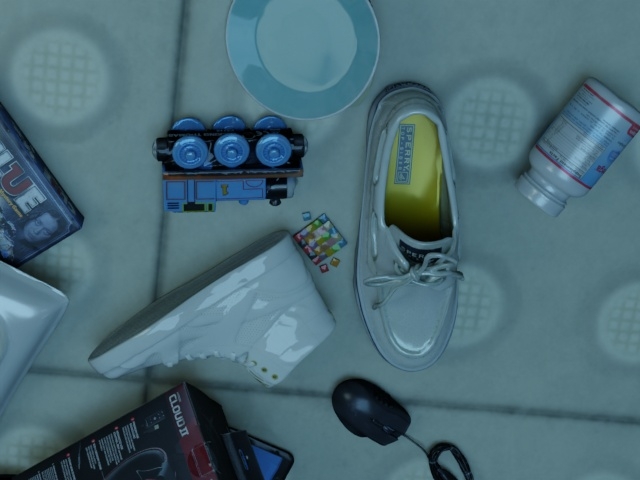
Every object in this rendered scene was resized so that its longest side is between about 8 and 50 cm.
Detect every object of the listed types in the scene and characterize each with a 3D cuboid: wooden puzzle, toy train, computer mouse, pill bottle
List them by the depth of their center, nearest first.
[{"bbox_3d":[-0.107,-0.089,1.680,0.184,0.080,0.105,-2,119,-6],"label":"toy train"},{"bbox_3d":[0.308,-0.109,1.698,0.087,0.087,0.160,34,104,-15],"label":"pill bottle"},{"bbox_3d":[0.000,0.000,1.755,0.049,0.006,0.083,-36,109,8],"label":"wooden puzzle"},{"bbox_3d":[0.111,0.262,1.841,0.242,0.041,0.071,37,102,-16],"label":"computer mouse"}]

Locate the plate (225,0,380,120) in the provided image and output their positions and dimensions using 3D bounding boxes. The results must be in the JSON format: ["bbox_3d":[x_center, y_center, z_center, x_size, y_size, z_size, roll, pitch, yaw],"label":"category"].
[{"bbox_3d":[-0.019,-0.232,1.637,0.188,0.024,0.188,5,108,16],"label":"plate"}]

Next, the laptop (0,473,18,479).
[{"bbox_3d":[-0.487,0.435,1.753,0.234,0.264,0.136,7,153,-36],"label":"laptop"}]

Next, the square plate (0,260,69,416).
[{"bbox_3d":[-0.531,0.128,1.711,0.344,0.049,0.347,28,114,-11],"label":"square plate"}]

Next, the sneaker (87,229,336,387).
[{"bbox_3d":[-0.125,0.131,1.739,0.293,0.108,0.169,-29,106,5],"label":"sneaker"}]

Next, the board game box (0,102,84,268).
[{"bbox_3d":[-0.417,-0.075,1.676,0.165,0.042,0.243,-31,109,7],"label":"board game box"}]

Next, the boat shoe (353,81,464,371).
[{"bbox_3d":[0.115,0.006,1.686,0.136,0.156,0.367,0,109,-4],"label":"boat shoe"}]

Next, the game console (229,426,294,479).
[{"bbox_3d":[-0.121,0.319,1.821,0.144,0.124,0.085,25,134,-12],"label":"game console"}]

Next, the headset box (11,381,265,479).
[{"bbox_3d":[-0.206,0.329,1.730,0.293,0.218,0.110,-30,149,10],"label":"headset box"}]

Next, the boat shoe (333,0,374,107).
[{"bbox_3d":[0.042,-0.223,1.657,0.049,0.042,0.133,3,106,4],"label":"boat shoe"}]
